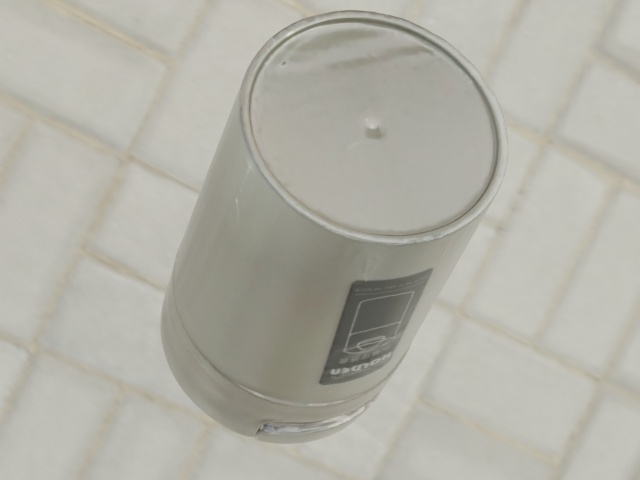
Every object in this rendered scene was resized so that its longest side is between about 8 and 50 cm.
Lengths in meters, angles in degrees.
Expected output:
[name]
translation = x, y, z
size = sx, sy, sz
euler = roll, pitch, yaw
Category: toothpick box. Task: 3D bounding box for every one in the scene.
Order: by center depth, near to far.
[toothpick box]
translation = 0.000, 0.000, 0.760
size = 0.111, 0.180, 0.111
euler = 7, 58, -12
